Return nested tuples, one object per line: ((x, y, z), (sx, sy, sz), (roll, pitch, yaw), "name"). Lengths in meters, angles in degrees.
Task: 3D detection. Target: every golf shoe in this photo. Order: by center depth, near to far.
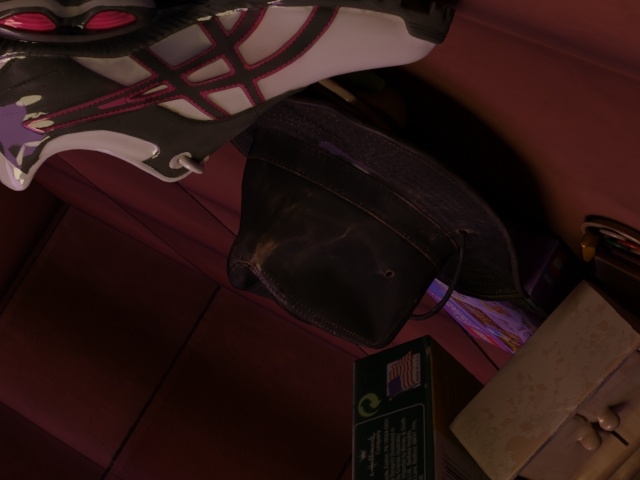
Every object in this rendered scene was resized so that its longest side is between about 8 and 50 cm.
((-0.061, -0.098, 0.781), (0.272, 0.120, 0.105), (-4, -165, -11), "golf shoe")

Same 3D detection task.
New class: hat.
((0.000, 0.000, 1.066), (0.331, 0.134, 0.331), (33, 171, 6), "hat")

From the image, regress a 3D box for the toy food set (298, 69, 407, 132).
((0.011, -0.117, 1.030), (0.132, 0.038, 0.192), (36, 179, 19), "toy food set")

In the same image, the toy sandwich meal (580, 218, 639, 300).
((0.225, 0.014, 1.039), (0.085, 0.029, 0.085), (30, 171, 5), "toy sandwich meal")

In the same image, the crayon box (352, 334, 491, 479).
((0.142, 0.245, 1.148), (0.081, 0.202, 0.318), (-23, 135, 27), "crayon box")

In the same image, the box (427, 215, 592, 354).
((0.178, 0.049, 1.303), (0.201, 0.057, 0.293), (24, 169, 37), "box")

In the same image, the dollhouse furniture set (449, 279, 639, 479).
((0.314, 0.241, 1.010), (0.256, 0.362, 0.394), (27, -162, -49), "dollhouse furniture set")
